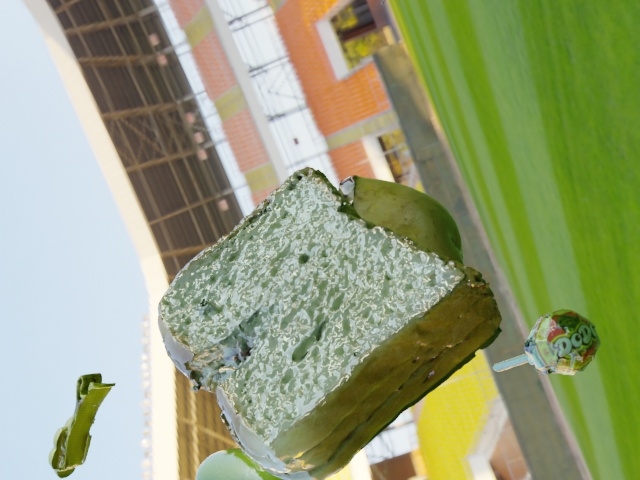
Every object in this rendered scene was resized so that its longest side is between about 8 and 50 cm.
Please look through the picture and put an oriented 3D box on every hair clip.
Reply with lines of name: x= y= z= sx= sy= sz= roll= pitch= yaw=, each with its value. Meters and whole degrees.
hair clip: x=-0.382 y=0.294 z=1.247 sx=0.046 sy=0.173 sz=0.072 roll=26 pitch=-170 yaw=30

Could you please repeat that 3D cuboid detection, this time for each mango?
mango: x=-0.154 y=0.567 z=1.826 sx=0.192 sy=0.343 sz=0.156 roll=42 pitch=-123 yaw=-24

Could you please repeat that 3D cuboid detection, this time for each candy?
candy: x=0.293 y=0.162 z=1.114 sx=0.305 sy=0.091 sz=0.083 roll=118 pitch=135 yaw=-71

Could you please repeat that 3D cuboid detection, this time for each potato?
potato: x=0.131 y=0.035 z=1.304 sx=0.242 sy=0.243 sz=0.285 roll=59 pitch=-150 yaw=-48

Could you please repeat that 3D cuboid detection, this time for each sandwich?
sandwich: x=-0.014 y=0.073 z=0.749 sx=0.273 sy=0.249 sz=0.095 roll=37 pitch=163 yaw=46

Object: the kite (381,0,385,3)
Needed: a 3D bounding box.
kite: x=0.165 y=-0.376 z=1.039 sx=0.010 sy=0.160 sz=0.183 roll=47 pitch=159 yaw=-26
